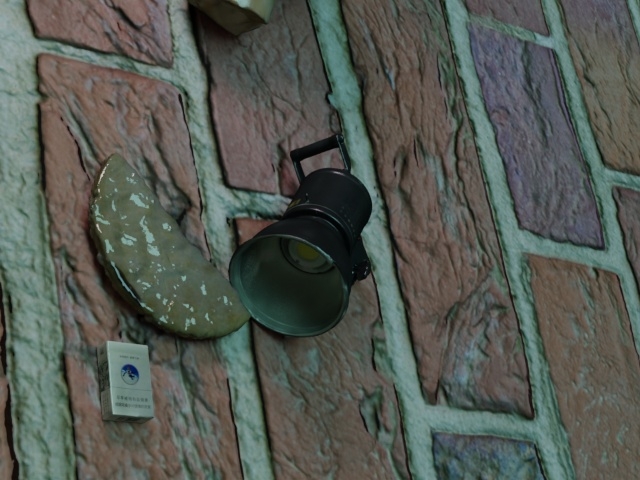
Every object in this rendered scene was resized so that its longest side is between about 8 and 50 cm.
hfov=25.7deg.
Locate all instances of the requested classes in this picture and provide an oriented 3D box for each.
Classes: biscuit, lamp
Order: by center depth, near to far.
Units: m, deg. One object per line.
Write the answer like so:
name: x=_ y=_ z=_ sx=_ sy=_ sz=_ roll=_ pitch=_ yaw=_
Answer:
biscuit: x=-0.188 y=0.026 z=1.585 sx=0.250 sy=0.032 sz=0.133 roll=51 pitch=42 yaw=-9
lamp: x=0.000 y=0.000 z=1.715 sx=0.172 sy=0.147 sz=0.227 roll=58 pitch=33 yaw=-20

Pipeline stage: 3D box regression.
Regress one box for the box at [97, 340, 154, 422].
box: x=-0.209 y=0.151 z=1.500 sx=0.054 sy=0.024 sz=0.083 roll=10 pitch=61 yaw=-37

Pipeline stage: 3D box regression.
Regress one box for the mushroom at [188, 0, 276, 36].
mushroom: x=-0.057 y=-0.414 z=1.807 sx=0.292 sy=0.292 sz=0.290 roll=25 pitch=69 yaw=-31
